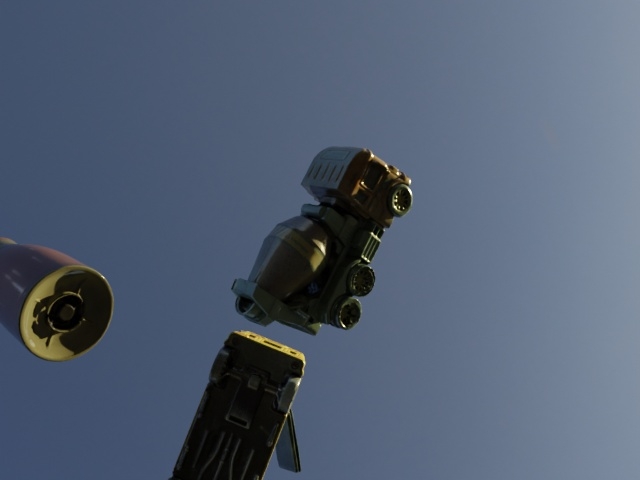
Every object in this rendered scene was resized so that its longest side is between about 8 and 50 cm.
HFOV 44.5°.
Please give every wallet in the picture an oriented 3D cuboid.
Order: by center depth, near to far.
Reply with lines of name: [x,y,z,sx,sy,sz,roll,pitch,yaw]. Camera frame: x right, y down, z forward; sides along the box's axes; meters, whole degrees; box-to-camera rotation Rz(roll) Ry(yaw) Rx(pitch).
wallet: [-0.068,0.387,1.543,0.026,0.088,0.129,-7,-94,-27]

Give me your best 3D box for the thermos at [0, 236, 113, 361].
thermos: [-0.438,0.070,1.215,0.176,0.265,0.146,-5,-71,-42]

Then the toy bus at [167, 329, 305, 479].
toy bus: [-0.139,0.317,1.259,0.144,0.152,0.330,22,-90,4]

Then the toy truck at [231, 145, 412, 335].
toy truck: [0.000,0.000,0.965,0.140,0.108,0.257,36,-104,-37]
